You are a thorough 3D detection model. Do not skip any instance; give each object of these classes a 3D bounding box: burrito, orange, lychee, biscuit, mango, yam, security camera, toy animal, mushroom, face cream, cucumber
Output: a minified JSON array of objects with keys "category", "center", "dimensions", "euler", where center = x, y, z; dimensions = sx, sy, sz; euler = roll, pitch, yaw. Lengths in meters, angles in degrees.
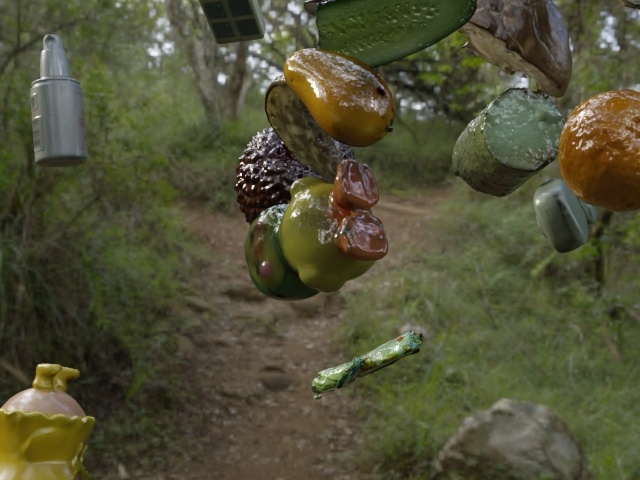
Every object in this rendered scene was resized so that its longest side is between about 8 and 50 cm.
[{"category":"burrito","center":[0.087,0.268,1.811],"dimensions":[0.288,0.054,0.104],"euler":[-28,-8,24]},{"category":"orange","center":[0.427,-0.128,1.222],"dimensions":[0.177,0.178,0.155],"euler":[0,-7,-27]},{"category":"lychee","center":[-0.051,-0.126,1.982],"dimensions":[0.305,0.306,0.330],"euler":[2,-39,0]},{"category":"biscuit","center":[-0.037,-0.195,1.515],"dimensions":[0.141,0.038,0.290],"euler":[23,-23,35]},{"category":"mango","center":[0.029,-0.193,1.128],"dimensions":[0.115,0.090,0.178],"euler":[-11,45,-31]},{"category":"yam","center":[0.414,-0.212,1.928],"dimensions":[0.195,0.195,0.300],"euler":[2,-10,-6]},{"category":"security camera","center":[0.529,-0.078,1.843],"dimensions":[0.080,0.157,0.301],"euler":[-25,8,30]},{"category":"toy animal","center":[-0.366,0.275,1.102],"dimensions":[0.156,0.230,0.156],"euler":[11,-14,3]},{"category":"mushroom","center":[0.348,-0.387,1.522],"dimensions":[0.285,0.151,0.156],"euler":[36,-1,3]},{"category":"face cream","center":[-0.515,-0.274,1.672],"dimensions":[0.101,0.252,0.101],"euler":[-5,-4,0]},{"category":"cucumber","center":[0.109,-0.322,1.252],"dimensions":[0.243,0.115,0.063],"euler":[-13,23,7]},{"category":"toy animal","center":[0.001,0.001,1.565],"dimensions":[0.191,0.216,0.338],"euler":[7,-24,-38]}]

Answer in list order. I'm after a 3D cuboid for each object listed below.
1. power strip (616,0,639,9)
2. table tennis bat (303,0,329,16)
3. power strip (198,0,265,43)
[{"category":"power strip","center":[0.504,-0.450,1.394],"dimensions":[0.213,0.064,0.198],"euler":[-37,59,-16]},{"category":"table tennis bat","center":[0.047,-0.431,1.654],"dimensions":[0.173,0.022,0.301],"euler":[14,4,-8]},{"category":"power strip","center":[-0.197,-0.511,1.601],"dimensions":[0.106,0.043,0.367],"euler":[-5,-34,11]}]
